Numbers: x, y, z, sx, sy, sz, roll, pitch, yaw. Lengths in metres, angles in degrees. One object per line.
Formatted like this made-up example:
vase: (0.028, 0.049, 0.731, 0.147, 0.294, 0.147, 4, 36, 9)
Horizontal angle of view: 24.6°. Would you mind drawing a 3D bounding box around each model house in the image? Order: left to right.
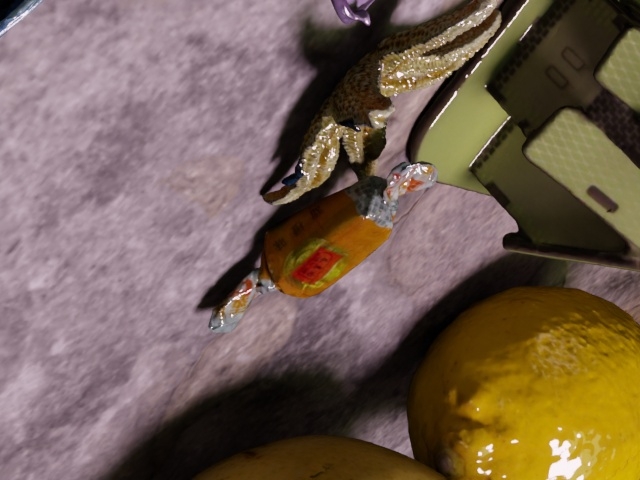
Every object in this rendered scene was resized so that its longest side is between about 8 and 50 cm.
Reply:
model house: (0.238, -0.032, 0.986, 0.218, 0.279, 0.205, 7, 125, -54)

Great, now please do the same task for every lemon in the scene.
lemon: (0.180, 0.140, 1.224, 0.260, 0.204, 0.204, -22, 145, -45)

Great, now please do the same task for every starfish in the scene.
starfish: (0.050, -0.093, 0.882, 0.176, 0.053, 0.208, -34, 174, -32)

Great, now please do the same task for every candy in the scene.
candy: (0.000, 0.000, 0.944, 0.182, 0.046, 0.053, -37, 145, 18)

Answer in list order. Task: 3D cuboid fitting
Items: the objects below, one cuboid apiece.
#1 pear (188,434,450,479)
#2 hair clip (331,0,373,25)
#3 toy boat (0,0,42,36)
pear: (0.003, 0.309, 1.079, 0.348, 0.348, 0.348, -32, 150, -21)
hair clip: (0.076, -0.208, 0.748, 0.278, 0.090, 0.137, -37, 139, -29)
toy boat: (-0.150, -0.107, 0.599, 0.137, 0.060, 0.061, -35, 171, -5)
